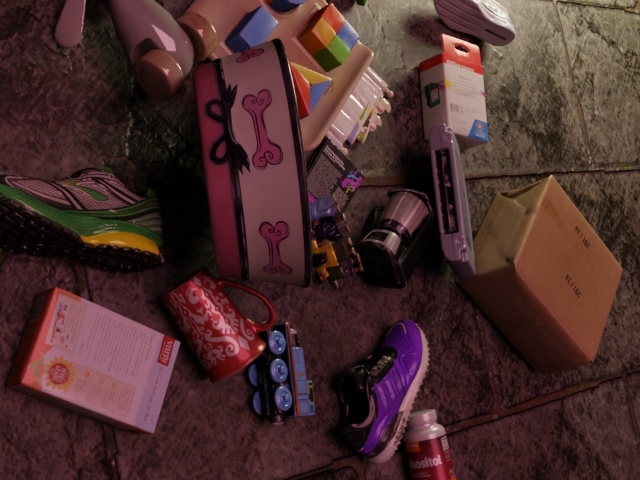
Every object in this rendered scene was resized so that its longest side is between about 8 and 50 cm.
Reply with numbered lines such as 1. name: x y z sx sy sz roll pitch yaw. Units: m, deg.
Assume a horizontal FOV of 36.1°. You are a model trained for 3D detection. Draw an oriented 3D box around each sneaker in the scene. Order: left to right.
1. sneaker: -0.392 -0.051 1.512 0.344 0.134 0.146 19 60 -46
2. sneaker: 0.107 0.261 1.857 0.146 0.102 0.293 36 58 -28
3. sneaker: 0.354 -0.540 2.308 0.258 0.094 0.091 21 47 -40

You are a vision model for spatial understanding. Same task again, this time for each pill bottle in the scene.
1. pill bottle: 0.209 0.411 1.915 0.086 0.086 0.152 -8 83 -42

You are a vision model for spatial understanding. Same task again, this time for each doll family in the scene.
1. doll family: 0.000 0.000 1.847 0.076 0.111 0.192 17 54 -77

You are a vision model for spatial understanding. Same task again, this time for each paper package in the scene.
1. paper package: 0.501 0.076 2.203 0.325 0.168 0.309 46 52 -21

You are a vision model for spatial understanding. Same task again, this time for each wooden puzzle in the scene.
1. wooden puzzle: -0.064 -0.392 1.884 0.348 0.080 0.322 43 55 -19

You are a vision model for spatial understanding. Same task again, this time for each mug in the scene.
1. mug: -0.172 0.127 1.650 0.150 0.113 0.169 -39 100 -33

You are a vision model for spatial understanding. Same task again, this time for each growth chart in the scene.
1. growth chart: 0.060 -0.284 2.018 0.172 0.021 0.237 49 52 -20

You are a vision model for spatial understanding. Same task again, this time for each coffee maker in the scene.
1. coffee maker: 0.163 0.012 1.960 0.171 0.120 0.178 49 53 -21

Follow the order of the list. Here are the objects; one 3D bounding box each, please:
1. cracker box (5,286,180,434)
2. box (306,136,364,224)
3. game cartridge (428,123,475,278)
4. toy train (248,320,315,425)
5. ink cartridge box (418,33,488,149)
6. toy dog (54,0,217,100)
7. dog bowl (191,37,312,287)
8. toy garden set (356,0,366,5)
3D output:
1. cracker box: -0.345 0.189 1.511 0.232 0.067 0.155 29 62 -31
2. box: 0.013 -0.107 1.925 0.116 0.029 0.162 46 55 -23
3. game cartridge: 0.279 -0.076 2.062 0.196 0.060 0.294 38 45 -66
4. toy train: -0.070 0.233 1.733 0.105 0.080 0.184 7 72 -49
5. ink cartridge box: 0.296 -0.330 2.194 0.134 0.078 0.231 9 73 -40
6. toy dog: -0.330 -0.364 1.648 0.220 0.161 0.333 -26 81 -39
7. dog bowl: -0.116 -0.116 1.597 0.151 0.408 0.407 -7 81 -6
8. toy garden set: 0.098 -0.659 2.077 0.203 0.049 0.244 79 27 -57
